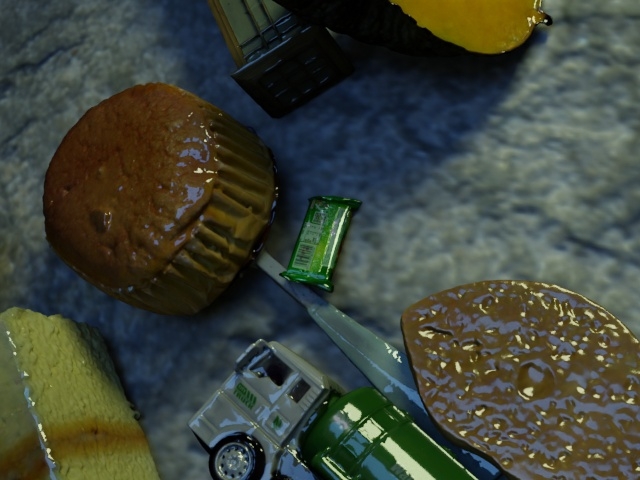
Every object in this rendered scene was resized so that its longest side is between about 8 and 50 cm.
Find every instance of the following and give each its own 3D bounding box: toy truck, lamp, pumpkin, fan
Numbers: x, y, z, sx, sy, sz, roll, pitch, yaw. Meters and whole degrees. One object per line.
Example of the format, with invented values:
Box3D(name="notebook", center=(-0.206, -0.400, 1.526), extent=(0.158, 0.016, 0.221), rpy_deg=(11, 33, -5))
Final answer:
Box3D(name="toy truck", center=(0.027, 0.173, 0.658), extent=(0.242, 0.101, 0.125), rpy_deg=(38, 86, 26))
Box3D(name="lamp", center=(-0.080, -0.269, 0.858), extent=(0.089, 0.090, 0.325), rpy_deg=(-30, 63, 11))
Box3D(name="pumpkin", center=(0.060, -0.187, 0.734), extent=(0.111, 0.278, 0.163), rpy_deg=(-32, 89, 52))
Box3D(name="fan", center=(0.037, 0.080, 0.730), extent=(0.282, 0.023, 0.057), rpy_deg=(41, 92, 27))

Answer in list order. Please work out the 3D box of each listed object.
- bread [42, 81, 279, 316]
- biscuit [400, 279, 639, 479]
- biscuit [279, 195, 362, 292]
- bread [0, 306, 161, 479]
Box3D(name="bread", center=(-0.141, -0.038, 0.782), extent=(0.199, 0.104, 0.199), rpy_deg=(-13, 66, 30))
Box3D(name="biscuit", center=(0.153, 0.099, 0.661), extent=(0.221, 0.029, 0.142), rpy_deg=(28, 76, 26))
Box3D(name="biscuit", center=(0.000, 0.000, 0.762), extent=(0.046, 0.016, 0.089), rpy_deg=(11, 63, 15))
Box3D(name="bread", center=(-0.237, 0.198, 0.741), extent=(0.178, 0.135, 0.240), rpy_deg=(-34, 67, 13))
